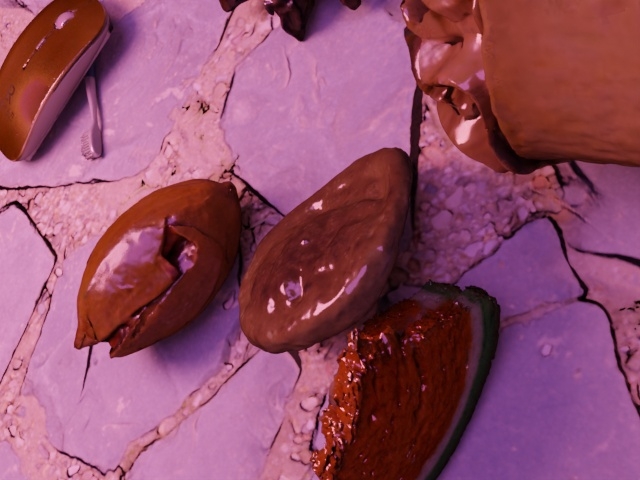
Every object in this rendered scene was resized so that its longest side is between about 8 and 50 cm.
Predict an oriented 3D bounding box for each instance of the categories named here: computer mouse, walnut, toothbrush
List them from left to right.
[{"bbox_3d":[-0.369,-0.221,1.009,0.126,0.056,0.245,44,102,32],"label":"computer mouse"},{"bbox_3d":[-0.311,-0.234,1.020,0.025,0.019,0.276,-19,69,29],"label":"toothbrush"},{"bbox_3d":[-0.177,0.029,0.825,0.245,0.137,0.137,-44,62,5],"label":"walnut"}]

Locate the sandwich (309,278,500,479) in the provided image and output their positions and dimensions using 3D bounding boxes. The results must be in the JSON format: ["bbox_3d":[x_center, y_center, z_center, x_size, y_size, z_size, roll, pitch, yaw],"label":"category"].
[{"bbox_3d":[0.059,0.146,0.671,0.079,0.159,0.235,30,113,50],"label":"sandwich"}]

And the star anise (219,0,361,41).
[{"bbox_3d":[-0.032,-0.354,0.844,0.236,0.109,0.223,26,91,11],"label":"star anise"}]

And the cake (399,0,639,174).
[{"bbox_3d":[0.174,-0.224,0.614,0.321,0.332,0.332,12,82,34],"label":"cake"}]

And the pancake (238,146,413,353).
[{"bbox_3d":[0.000,0.000,0.716,0.242,0.050,0.242,-39,27,24],"label":"pancake"}]
